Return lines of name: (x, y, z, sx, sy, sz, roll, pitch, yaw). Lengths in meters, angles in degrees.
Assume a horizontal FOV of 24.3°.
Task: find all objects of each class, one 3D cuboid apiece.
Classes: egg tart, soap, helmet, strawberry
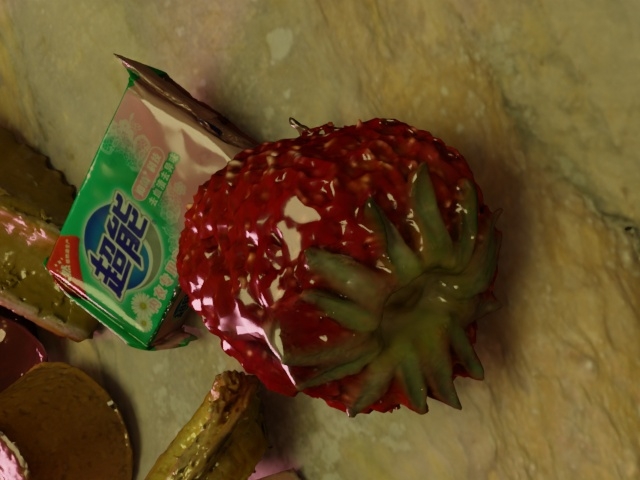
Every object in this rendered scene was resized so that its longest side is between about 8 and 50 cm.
egg tart: (-0.120, 0.231, 1.560, 0.090, 0.212, 0.212, 38, 122, -3)
soap: (-0.387, -0.047, 1.859, 0.338, 0.304, 0.169, 28, 112, -7)
soap: (-0.180, -0.036, 1.614, 0.218, 0.098, 0.273, 38, 117, 15)
helmet: (-0.413, 0.114, 1.844, 0.175, 0.155, 0.106, -18, 37, 21)
egg tart: (-0.334, 0.253, 1.744, 0.202, 0.147, 0.203, 10, 108, 32)
strawberry: (0.002, -0.002, 1.386, 0.343, 0.292, 0.292, 38, 118, 47)

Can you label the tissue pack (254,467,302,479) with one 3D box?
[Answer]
tissue pack: (-0.040, 0.293, 1.555, 0.094, 0.074, 0.059, 55, 132, 22)
